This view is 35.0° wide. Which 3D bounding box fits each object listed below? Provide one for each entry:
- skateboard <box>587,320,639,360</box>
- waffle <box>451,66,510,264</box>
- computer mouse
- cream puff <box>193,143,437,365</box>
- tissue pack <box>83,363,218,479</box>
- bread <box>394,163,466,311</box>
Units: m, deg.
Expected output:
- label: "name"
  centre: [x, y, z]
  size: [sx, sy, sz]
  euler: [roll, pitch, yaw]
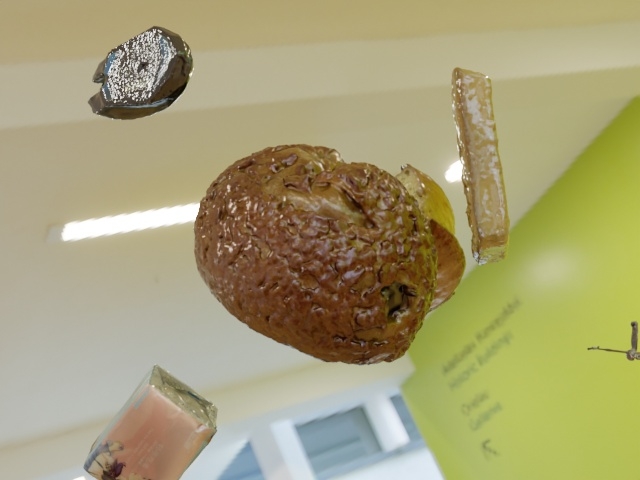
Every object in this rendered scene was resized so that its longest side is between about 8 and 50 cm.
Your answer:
- label: "skateboard"
  centre: [0.467, 0.157, 1.607]
  size: [0.083, 0.064, 0.032]
  euler: [5, -7, -17]
- label: "waffle"
  centre: [0.234, -0.105, 1.484]
  size: [0.057, 0.274, 0.168]
  euler: [-7, -12, 6]
- label: "computer mouse"
  centre: [-0.167, -0.154, 0.967]
  size: [0.135, 0.079, 0.047]
  euler: [-9, -21, 34]
- label: "cream puff"
  centre: [0.000, 0.000, 1.180]
  size: [0.303, 0.303, 0.212]
  euler: [-3, -61, -44]
- label: "tissue pack"
  centre: [-0.135, 0.160, 0.824]
  size: [0.094, 0.074, 0.059]
  euler: [-54, 6, 9]
- label: "bread"
  centre: [0.127, 0.035, 1.742]
  size: [0.179, 0.194, 0.340]
  euler: [23, -43, -30]
